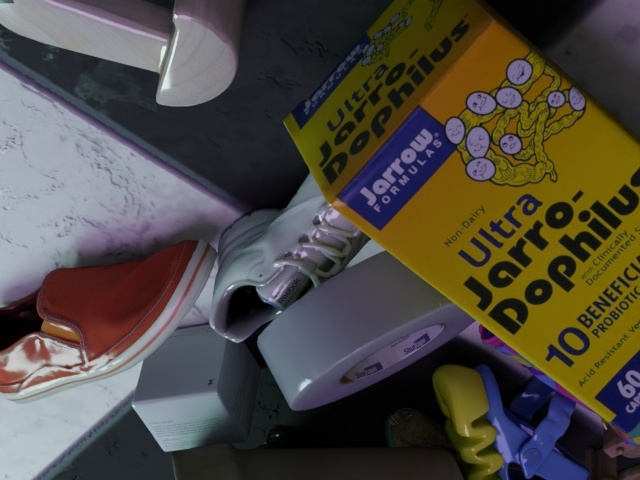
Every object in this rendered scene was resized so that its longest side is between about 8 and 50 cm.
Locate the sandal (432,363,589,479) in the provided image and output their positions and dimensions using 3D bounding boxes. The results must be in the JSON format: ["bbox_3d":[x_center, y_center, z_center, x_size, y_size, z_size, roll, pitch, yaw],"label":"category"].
[{"bbox_3d":[0.221,0.262,1.734,0.138,0.126,0.317,-18,111,-7],"label":"sandal"}]

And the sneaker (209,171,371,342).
[{"bbox_3d":[0.000,0.000,1.556,0.111,0.129,0.297,34,130,-16],"label":"sneaker"}]

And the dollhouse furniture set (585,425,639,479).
[{"bbox_3d":[0.358,0.261,1.751,0.151,0.123,0.144,-29,123,33],"label":"dollhouse furniture set"}]

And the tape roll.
[{"bbox_3d":[0.052,0.077,1.571,0.219,0.072,0.219,-27,165,-8],"label":"tape roll"}]

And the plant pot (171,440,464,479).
[{"bbox_3d":[0.020,0.335,1.689,0.280,0.323,0.323,-15,134,-5],"label":"plant pot"}]

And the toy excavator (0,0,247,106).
[{"bbox_3d":[-0.308,-0.270,1.324,0.433,0.222,0.445,-2,148,12],"label":"toy excavator"}]

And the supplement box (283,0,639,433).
[{"bbox_3d":[0.175,-0.037,1.395,0.356,0.195,0.194,37,101,-24],"label":"supplement box"}]

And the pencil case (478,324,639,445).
[{"bbox_3d":[0.260,0.117,1.647,0.236,0.104,0.104,37,130,-22],"label":"pencil case"}]

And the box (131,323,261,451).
[{"bbox_3d":[-0.130,0.154,1.753,0.101,0.102,0.087,-10,135,20],"label":"box"}]

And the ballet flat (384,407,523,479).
[{"bbox_3d":[0.159,0.253,1.821,0.206,0.067,0.073,23,134,-12],"label":"ballet flat"}]

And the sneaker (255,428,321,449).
[{"bbox_3d":[-0.075,0.277,1.883,0.228,0.087,0.130,-11,119,30],"label":"sneaker"}]

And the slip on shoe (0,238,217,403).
[{"bbox_3d":[-0.237,0.074,1.689,0.331,0.123,0.101,-24,122,36],"label":"slip on shoe"}]
